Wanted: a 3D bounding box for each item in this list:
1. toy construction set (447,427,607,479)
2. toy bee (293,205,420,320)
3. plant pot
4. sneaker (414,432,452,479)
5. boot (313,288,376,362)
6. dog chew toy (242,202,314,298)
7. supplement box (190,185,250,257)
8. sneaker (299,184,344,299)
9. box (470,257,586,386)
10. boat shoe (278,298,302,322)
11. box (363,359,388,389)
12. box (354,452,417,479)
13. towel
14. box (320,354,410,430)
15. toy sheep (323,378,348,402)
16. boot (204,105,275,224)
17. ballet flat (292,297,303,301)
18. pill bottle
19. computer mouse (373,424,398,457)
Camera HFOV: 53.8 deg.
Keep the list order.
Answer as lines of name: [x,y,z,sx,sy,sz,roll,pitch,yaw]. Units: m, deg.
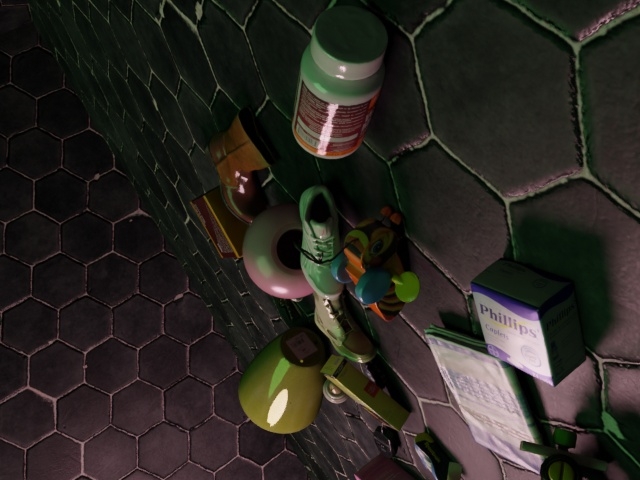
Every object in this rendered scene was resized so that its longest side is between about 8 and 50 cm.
toy construction set: [0.334,0.415,1.020,0.308,0.237,0.257,0,166,41]
toy bee: [0.103,0.032,1.119,0.195,0.162,0.298,41,180,21]
plant pot: [-0.092,0.400,1.931,0.275,0.274,0.294,49,143,24]
sneaker: [0.278,0.535,1.525,0.144,0.053,0.059,58,161,27]
boot: [0.049,0.184,1.521,0.213,0.077,0.165,40,150,40]
dog chew toy: [-0.084,0.027,1.441,0.207,0.206,0.332,60,167,-4]
supplement box: [-0.245,-0.064,1.758,0.191,0.129,0.194,62,159,-9]
sneaker: [0.000,0.000,1.227,0.115,0.090,0.232,109,151,-84]
box: [0.286,0.110,0.875,0.126,0.072,0.137,24,140,56]
boat shoe: [-0.108,0.188,1.930,0.133,0.042,0.049,57,162,8]
box: [0.141,0.344,1.612,0.067,0.018,0.083,48,158,24]
box: [0.241,0.792,1.875,0.243,0.117,0.214,17,135,60]
towel: [0.306,0.286,1.136,0.209,0.034,0.285,10,130,61]
box: [0.111,0.378,1.569,0.232,0.058,0.087,42,163,-12]
toy sheep: [0.049,0.439,1.869,0.091,0.091,0.132,48,171,25]
boot: [-0.163,-0.169,1.536,0.280,0.096,0.264,-14,99,61]
ballet flat: [-0.105,0.101,1.782,0.168,0.057,0.052,61,169,-8]
pill bottle: [0.026,-0.225,0.924,0.121,0.121,0.221,52,159,15]
computer mouse: [0.179,0.510,1.744,0.071,0.041,0.242,25,136,41]
